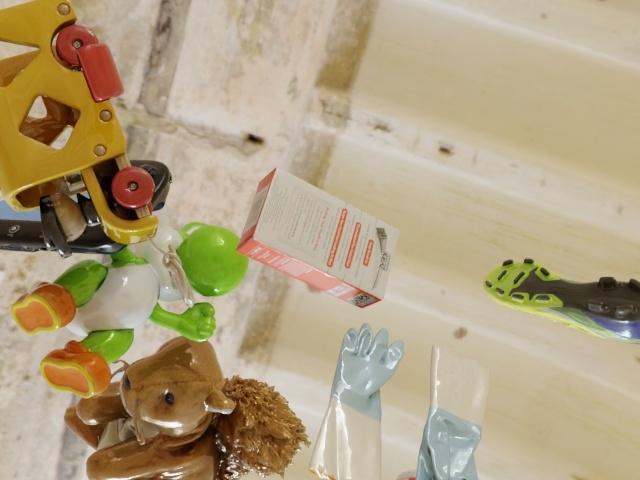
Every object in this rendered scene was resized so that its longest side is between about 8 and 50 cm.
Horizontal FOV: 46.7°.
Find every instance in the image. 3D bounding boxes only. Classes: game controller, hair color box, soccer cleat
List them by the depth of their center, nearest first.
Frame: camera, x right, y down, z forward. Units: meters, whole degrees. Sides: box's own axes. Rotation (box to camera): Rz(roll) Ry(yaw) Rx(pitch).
[{"bbox_3d":[0.000,0.000,0.829,0.053,0.167,0.093,-32,-144,57],"label":"hair color box"},{"bbox_3d":[-0.352,-0.048,0.963,0.166,0.319,0.067,-59,144,-51],"label":"game controller"},{"bbox_3d":[0.377,0.102,1.137,0.289,0.121,0.093,11,-126,48],"label":"soccer cleat"}]

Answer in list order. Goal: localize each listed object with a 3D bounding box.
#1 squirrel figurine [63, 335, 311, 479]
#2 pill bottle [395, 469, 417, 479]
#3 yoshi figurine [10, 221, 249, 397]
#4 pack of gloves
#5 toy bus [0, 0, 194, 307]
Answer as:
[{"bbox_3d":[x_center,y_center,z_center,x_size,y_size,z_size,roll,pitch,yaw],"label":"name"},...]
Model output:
[{"bbox_3d":[-0.225,0.310,1.319,0.370,0.397,0.281,-61,-144,33],"label":"squirrel figurine"},{"bbox_3d":[0.182,0.564,1.292,0.161,0.161,0.283,111,-2,-58],"label":"pill bottle"},{"bbox_3d":[-0.235,0.062,1.069,0.362,0.203,0.203,-40,160,-51],"label":"yoshi figurine"},{"bbox_3d":[0.095,0.210,0.861,0.232,0.195,0.046,-71,-173,-47],"label":"pack of gloves"},{"bbox_3d":[-0.181,-0.058,0.510,0.202,0.104,0.191,-126,-159,-45],"label":"toy bus"}]
